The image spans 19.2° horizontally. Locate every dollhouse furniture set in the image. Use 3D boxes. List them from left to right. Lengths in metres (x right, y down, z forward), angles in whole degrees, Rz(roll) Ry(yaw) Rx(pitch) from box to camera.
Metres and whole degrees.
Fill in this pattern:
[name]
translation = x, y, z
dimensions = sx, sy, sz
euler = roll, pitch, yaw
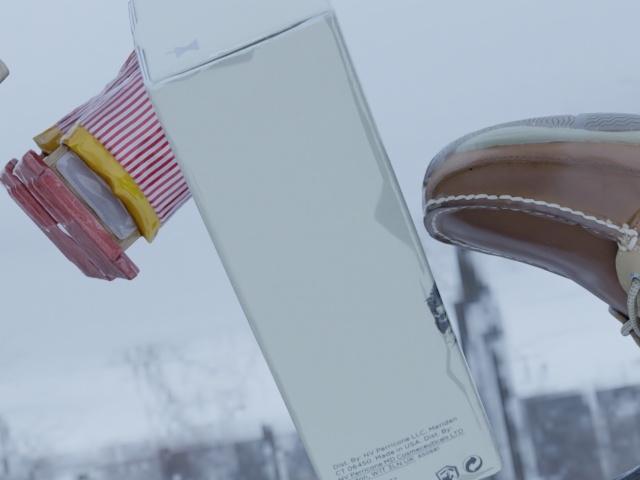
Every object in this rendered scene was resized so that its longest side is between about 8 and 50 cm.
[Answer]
[dollhouse furniture set]
translation = -0.208, -0.165, 1.375
dimensions = 0.201, 0.374, 0.152
euler = -46, -168, -14

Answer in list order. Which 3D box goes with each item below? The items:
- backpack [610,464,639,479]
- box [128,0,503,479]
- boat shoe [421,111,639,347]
[backpack]
translation = 0.359, 0.266, 1.465
dimensions = 0.276, 0.213, 0.263
euler = -34, 122, 19
[box]
translation = 0.000, 0.000, 0.935
dimensions = 0.094, 0.275, 0.113
euler = -21, -149, 1
[boat shoe]
translation = 0.202, 0.016, 0.968
dimensions = 0.324, 0.116, 0.123
euler = 10, 162, 18
